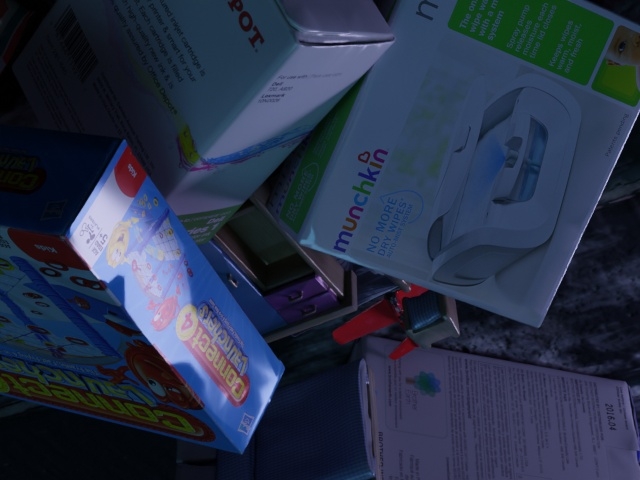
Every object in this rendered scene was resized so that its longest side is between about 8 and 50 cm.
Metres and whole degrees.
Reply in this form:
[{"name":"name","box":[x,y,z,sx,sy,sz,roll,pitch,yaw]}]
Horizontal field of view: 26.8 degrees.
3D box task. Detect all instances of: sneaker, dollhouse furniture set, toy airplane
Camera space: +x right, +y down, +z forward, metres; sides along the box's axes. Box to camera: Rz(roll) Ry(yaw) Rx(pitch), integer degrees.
[{"name":"sneaker","box":[-0.309,-0.163,1.172,0.075,0.057,0.161,37,130,-12]},{"name":"dollhouse furniture set","box":[-0.030,0.096,1.172,0.286,0.303,0.198,-22,134,22]},{"name":"toy airplane","box":[0.087,0.085,1.430,0.151,0.028,0.151,-21,148,-14]}]

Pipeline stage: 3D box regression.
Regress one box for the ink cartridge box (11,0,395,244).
[{"name":"ink cartridge box","box":[-0.100,-0.147,1.054,0.117,0.201,0.278,-10,154,-47]}]

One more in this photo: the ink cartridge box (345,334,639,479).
[{"name":"ink cartridge box","box":[0.212,0.281,1.495,0.395,0.270,0.151,10,139,-10]}]

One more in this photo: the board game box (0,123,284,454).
[{"name":"board game box","box":[-0.225,0.032,1.052,0.308,0.086,0.302,8,148,30]}]

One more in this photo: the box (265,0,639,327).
[{"name":"box","box":[0.114,-0.096,1.101,0.231,0.127,0.262,20,100,-21]}]

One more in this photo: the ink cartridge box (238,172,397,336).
[{"name":"ink cartridge box","box":[0.000,0.000,1.339,0.333,0.065,0.165,-28,132,29]}]
